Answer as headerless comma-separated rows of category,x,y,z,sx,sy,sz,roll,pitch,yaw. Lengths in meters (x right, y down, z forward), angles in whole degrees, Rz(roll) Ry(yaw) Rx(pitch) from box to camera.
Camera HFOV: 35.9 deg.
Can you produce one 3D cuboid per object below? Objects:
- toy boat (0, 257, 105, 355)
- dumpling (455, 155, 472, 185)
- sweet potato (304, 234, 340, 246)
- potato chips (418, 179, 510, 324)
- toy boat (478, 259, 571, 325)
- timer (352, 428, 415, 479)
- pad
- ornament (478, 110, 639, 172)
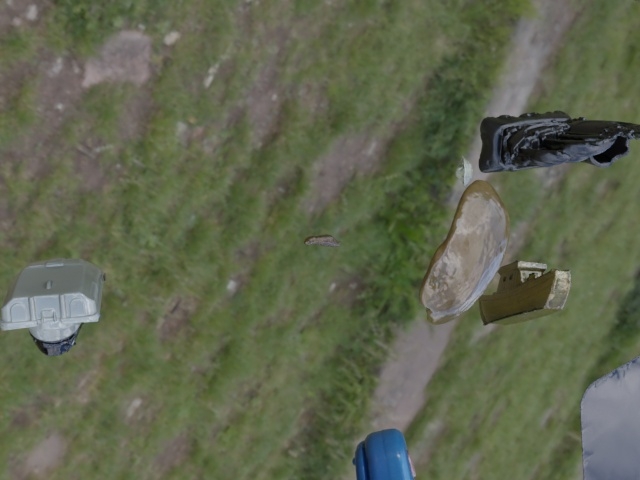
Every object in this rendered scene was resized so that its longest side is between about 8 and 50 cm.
toy boat,-0.378,0.093,1.430,0.141,0.141,0.269,-58,-172,-4
dumpling,0.360,-0.179,2.475,0.077,0.043,0.059,-64,154,-28
sweet potato,0.000,0.000,1.943,0.115,0.026,0.026,2,117,-51
potato chips,0.201,0.024,1.300,0.208,0.062,0.195,-24,129,-58
toy boat,0.411,0.099,1.991,0.321,0.089,0.121,139,-44,-71
timer,0.137,0.530,1.782,0.309,0.115,0.340,74,6,-53
pad,0.461,0.300,1.495,0.181,0.004,0.267,-23,118,-27
ornament,0.437,-0.165,1.701,0.251,0.260,0.106,-11,104,-29
